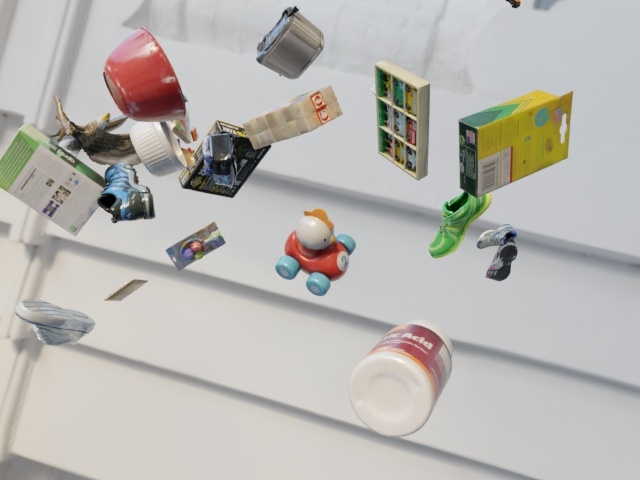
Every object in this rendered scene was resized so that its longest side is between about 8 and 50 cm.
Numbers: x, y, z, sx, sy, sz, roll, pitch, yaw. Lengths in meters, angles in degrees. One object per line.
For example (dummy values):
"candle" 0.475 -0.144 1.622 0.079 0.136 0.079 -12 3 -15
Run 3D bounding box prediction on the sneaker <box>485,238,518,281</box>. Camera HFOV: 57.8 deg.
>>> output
"sneaker" 0.603 0.060 1.905 0.077 0.072 0.178 -65 -3 -45

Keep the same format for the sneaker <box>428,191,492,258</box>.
"sneaker" 0.437 -0.072 1.919 0.295 0.123 0.109 -58 24 25

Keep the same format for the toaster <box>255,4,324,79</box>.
"toaster" -0.087 -0.612 1.800 0.227 0.146 0.129 -41 36 34

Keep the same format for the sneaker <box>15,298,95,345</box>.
"sneaker" -0.651 0.213 1.414 0.091 0.094 0.258 -56 -22 -7

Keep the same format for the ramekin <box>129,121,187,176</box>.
"ramekin" -0.532 -0.305 1.891 0.207 0.109 0.207 64 179 1

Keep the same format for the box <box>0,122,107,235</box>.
"box" -0.860 -0.188 1.857 0.232 0.322 0.058 -42 23 24

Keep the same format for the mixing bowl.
"mixing bowl" -0.339 -0.292 1.080 0.098 0.181 0.181 -31 -31 -22

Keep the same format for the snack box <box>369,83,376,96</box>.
"snack box" 0.208 -0.399 1.693 0.037 0.100 0.141 -41 34 9

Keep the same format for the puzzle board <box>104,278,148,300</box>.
"puzzle board" -0.664 0.168 1.982 0.128 0.011 0.096 -34 -13 8

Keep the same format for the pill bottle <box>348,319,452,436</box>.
"pill bottle" 0.244 0.363 1.625 0.392 0.224 0.224 -21 -55 -66

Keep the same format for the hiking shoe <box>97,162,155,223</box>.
"hiking shoe" -0.593 -0.147 1.691 0.132 0.304 0.113 -15 -57 -32

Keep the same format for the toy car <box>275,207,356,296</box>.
"toy car" 0.000 0.000 1.731 0.219 0.210 0.238 -55 -12 -36

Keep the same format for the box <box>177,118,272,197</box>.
"box" -0.388 -0.322 2.356 0.257 0.079 0.322 10 -48 -43

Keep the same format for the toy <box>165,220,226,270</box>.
"toy" -0.518 0.034 2.455 0.237 0.056 0.137 -34 -47 -14

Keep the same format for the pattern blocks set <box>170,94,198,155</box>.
"pattern blocks set" -0.573 -0.489 2.355 0.285 0.026 0.325 59 -160 -55

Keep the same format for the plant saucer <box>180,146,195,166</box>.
"plant saucer" -0.483 -0.292 2.051 0.015 0.083 0.083 -37 10 27

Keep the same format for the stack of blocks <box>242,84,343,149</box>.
"stack of blocks" -0.071 -0.355 1.652 0.171 0.297 0.087 -36 -71 -31

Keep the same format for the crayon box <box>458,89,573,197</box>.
"crayon box" 0.510 -0.261 1.514 0.081 0.318 0.202 44 151 51

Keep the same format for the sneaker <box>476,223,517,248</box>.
"sneaker" 0.555 -0.006 1.818 0.058 0.135 0.052 56 171 51

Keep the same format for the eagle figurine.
"eagle figurine" -0.764 -0.377 2.034 0.298 0.225 0.226 4 -89 -49

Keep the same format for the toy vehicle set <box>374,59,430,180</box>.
"toy vehicle set" 0.205 -0.300 1.456 0.035 0.166 0.267 -28 -44 -20

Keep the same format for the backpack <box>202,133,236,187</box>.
"backpack" -0.361 -0.280 2.097 0.173 0.117 0.158 95 167 -49

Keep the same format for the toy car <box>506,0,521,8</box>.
"toy car" 0.680 -0.850 1.985 0.040 0.060 0.122 -55 -2 -10
